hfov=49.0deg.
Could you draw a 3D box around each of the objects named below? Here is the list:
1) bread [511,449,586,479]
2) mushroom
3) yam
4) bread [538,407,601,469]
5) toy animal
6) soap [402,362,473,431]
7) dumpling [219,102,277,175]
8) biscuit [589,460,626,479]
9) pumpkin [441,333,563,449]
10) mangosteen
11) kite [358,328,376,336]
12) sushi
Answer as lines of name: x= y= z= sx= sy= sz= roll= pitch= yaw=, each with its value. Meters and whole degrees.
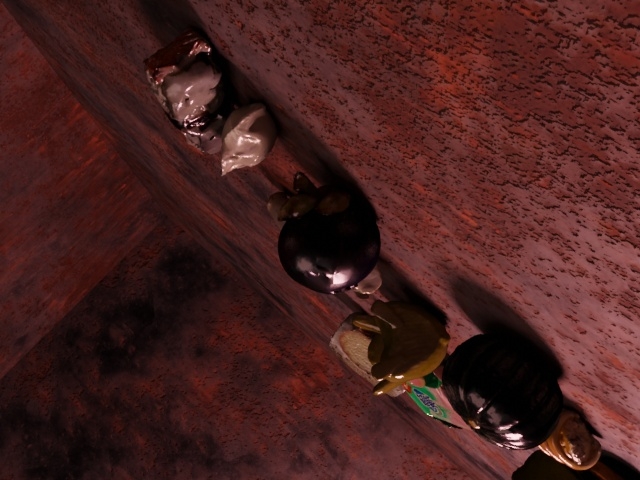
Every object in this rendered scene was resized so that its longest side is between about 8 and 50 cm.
bread: x=0.591 y=0.614 z=1.504 sx=0.382 sy=0.129 sz=0.366 roll=44 pitch=180 yaw=-8
mushroom: x=0.000 y=0.001 z=1.496 sx=0.351 sy=0.097 sz=0.109 roll=36 pitch=165 yaw=39
yam: x=0.151 y=0.324 z=1.994 sx=0.254 sy=0.154 sz=0.154 roll=38 pitch=167 yaw=7
bread: x=0.453 y=0.369 z=1.339 sx=0.119 sy=0.084 sz=0.177 roll=46 pitch=171 yaw=-11
toy animal: x=0.170 y=0.249 z=1.573 sx=0.363 sy=0.180 sz=0.181 roll=104 pitch=159 yaw=-70
soap: x=0.312 y=0.380 z=1.775 sx=0.218 sy=0.098 sz=0.273 roll=51 pitch=165 yaw=-6
dumpling: x=-0.143 y=-0.173 z=1.262 sx=0.100 sy=0.134 sz=0.169 roll=44 pitch=163 yaw=-16
biscuit: x=0.613 y=0.512 z=1.385 sx=0.236 sy=0.039 sz=0.180 roll=46 pitch=176 yaw=-36
pumpkin: x=0.315 y=0.265 z=1.237 sx=0.220 sy=0.162 sz=0.220 roll=39 pitch=162 yaw=16
mangosteen: x=0.005 y=-0.017 z=1.265 sx=0.230 sy=0.194 sz=0.194 roll=70 pitch=164 yaw=-5
kite: x=0.184 y=0.259 z=1.814 sx=0.189 sy=0.009 sz=0.232 roll=17 pitch=-177 yaw=14
sushi: x=-0.226 y=-0.259 z=1.270 sx=0.130 sy=0.124 sz=0.332 roll=50 pitch=172 yaw=22
